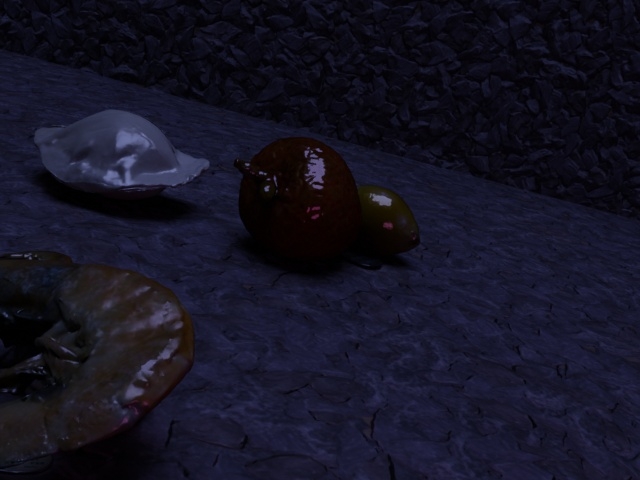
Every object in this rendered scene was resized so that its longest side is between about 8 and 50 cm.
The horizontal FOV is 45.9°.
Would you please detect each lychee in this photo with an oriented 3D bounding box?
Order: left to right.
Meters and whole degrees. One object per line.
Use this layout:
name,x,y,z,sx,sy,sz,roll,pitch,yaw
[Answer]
lychee,-0.044,-0.083,1.469,0.255,0.255,0.300,28,-10,38

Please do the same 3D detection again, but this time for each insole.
insole,0.000,0.000,1.633,0.309,0.012,0.110,26,19,34

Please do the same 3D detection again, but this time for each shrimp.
shrimp,-0.340,0.108,0.784,0.445,0.085,0.272,12,40,27
shrimp,-0.430,0.042,1.113,0.124,0.034,0.178,6,17,-18

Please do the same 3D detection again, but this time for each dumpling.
dumpling,-0.428,-0.169,1.562,0.341,0.181,0.260,35,25,-7

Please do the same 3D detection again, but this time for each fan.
fan,-0.301,0.206,0.742,0.080,0.003,0.060,29,21,38

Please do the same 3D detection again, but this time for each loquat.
loquat,0.127,-0.040,1.627,0.195,0.152,0.152,38,24,19

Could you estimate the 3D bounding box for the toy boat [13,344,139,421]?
toy boat,-0.267,0.131,0.872,0.155,0.085,0.227,5,19,-30
